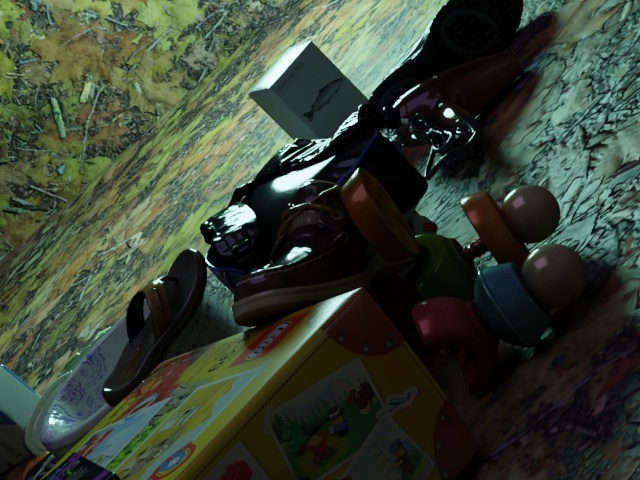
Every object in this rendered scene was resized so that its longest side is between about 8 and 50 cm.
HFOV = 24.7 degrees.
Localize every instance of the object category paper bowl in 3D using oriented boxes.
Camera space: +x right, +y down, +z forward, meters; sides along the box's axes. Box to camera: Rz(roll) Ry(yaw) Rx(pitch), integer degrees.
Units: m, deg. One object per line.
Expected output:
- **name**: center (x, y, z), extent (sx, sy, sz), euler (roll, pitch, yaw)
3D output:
- **paper bowl**: center (-0.209, 0.194, 1.856), extent (0.284, 0.148, 0.284), euler (-41, 17, 15)

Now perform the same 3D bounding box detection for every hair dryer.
- **hair dryer**: center (0.170, -0.151, 1.879), extent (0.223, 0.080, 0.293), euler (0, 38, 45)

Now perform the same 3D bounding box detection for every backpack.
- **backpack**: center (-0.009, -0.011, 1.753), extent (0.276, 0.213, 0.263), euler (-46, 24, -17)

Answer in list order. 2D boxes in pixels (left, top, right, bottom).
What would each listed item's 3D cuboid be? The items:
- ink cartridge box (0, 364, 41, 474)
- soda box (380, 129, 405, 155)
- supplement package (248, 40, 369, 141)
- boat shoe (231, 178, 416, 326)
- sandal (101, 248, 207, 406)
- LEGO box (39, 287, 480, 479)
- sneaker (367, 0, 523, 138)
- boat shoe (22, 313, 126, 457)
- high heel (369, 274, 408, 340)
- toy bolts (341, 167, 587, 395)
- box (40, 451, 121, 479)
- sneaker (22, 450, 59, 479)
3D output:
- **ink cartridge box**: center (-0.539, 0.304, 2.404), extent (0.190, 0.139, 0.082), euler (-31, 23, 41)
- **soda box**: center (0.020, -0.087, 2.105), extent (0.210, 0.067, 0.071), euler (-30, 23, 42)
- **supplement package**: center (-0.003, -0.204, 2.237), extent (0.105, 0.179, 0.105), euler (-50, 17, -13)
- **boat shoe**: center (0.000, 0.000, 1.480), extent (0.123, 0.123, 0.342), euler (-17, 3, 30)
- **sandal**: center (-0.202, 0.093, 1.713), extent (0.090, 0.060, 0.219), euler (-6, 48, 55)
- **LEGO box**: center (-0.154, 0.297, 1.260), extent (0.500, 0.193, 0.372), euler (-45, 13, -37)
- **sneaker**: center (0.173, -0.274, 2.125), extent (0.286, 0.109, 0.130), euler (-41, 11, 8)
- **boat shoe**: center (-0.345, 0.223, 2.191), extent (0.091, 0.109, 0.305), euler (-31, 15, 50)
- **high heel**: center (-0.055, 0.158, 1.637), extent (0.377, 0.127, 0.181), euler (-19, 29, 37)
- **toy bolts**: center (0.150, 0.004, 1.392), extent (0.158, 0.218, 0.228), euler (-35, 37, 13)
- **box**: center (-0.220, 0.224, 1.174), extent (0.116, 0.029, 0.162), euler (-39, 12, -17)
- **sneaker**: center (-0.336, 0.309, 2.030), extent (0.215, 0.084, 0.083), euler (-47, 23, 21)
